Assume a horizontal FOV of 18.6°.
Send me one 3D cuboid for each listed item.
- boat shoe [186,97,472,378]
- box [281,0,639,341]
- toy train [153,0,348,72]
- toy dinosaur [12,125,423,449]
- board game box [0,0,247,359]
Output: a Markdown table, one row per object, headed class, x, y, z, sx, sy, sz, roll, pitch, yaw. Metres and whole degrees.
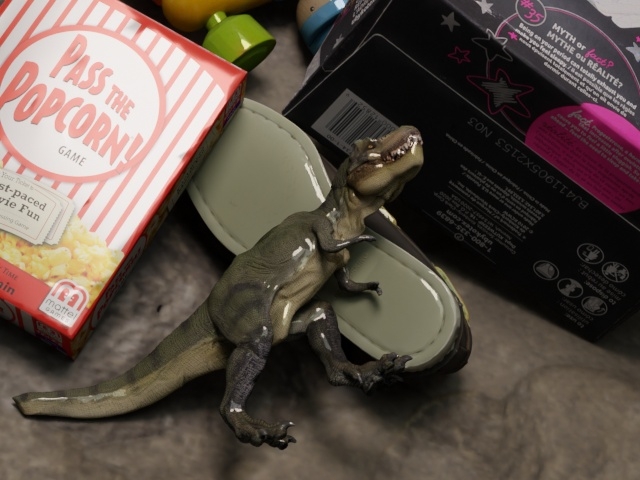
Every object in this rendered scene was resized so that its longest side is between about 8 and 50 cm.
| class | x | y | z | sx | sy | sz | roll | pitch | yaw |
| --- | --- | --- | --- | --- | --- | --- | --- | --- | --- |
| boat shoe | 0.000 | 0.000 | 1.169 | 0.081 | 0.068 | 0.228 | -47 | 66 | 3 |
| box | 0.132 | -0.086 | 1.184 | 0.247 | 0.163 | 0.142 | 36 | 49 | -8 |
| toy train | -0.086 | -0.160 | 1.255 | 0.248 | 0.105 | 0.143 | -26 | 77 | -33 |
| toy dinosaur | -0.028 | 0.052 | 1.083 | 0.268 | 0.064 | 0.118 | -37 | 65 | -6 |
| board game box | -0.154 | -0.050 | 1.133 | 0.146 | 0.045 | 0.193 | 29 | 69 | 6 |
